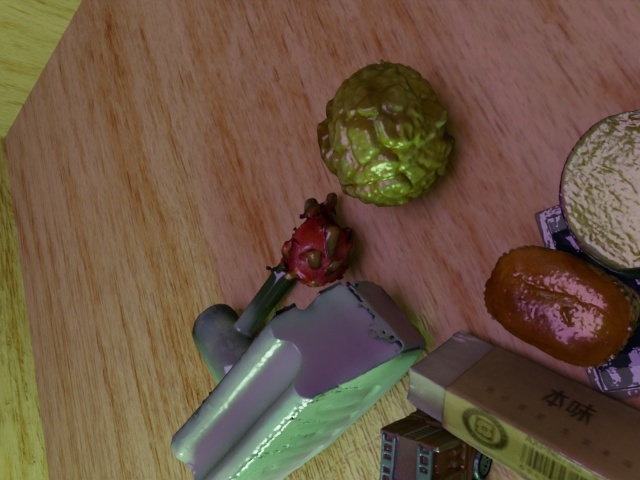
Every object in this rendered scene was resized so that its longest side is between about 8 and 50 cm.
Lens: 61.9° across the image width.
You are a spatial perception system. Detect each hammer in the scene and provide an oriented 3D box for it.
[{"bbox_3d":[-0.142,0.157,1.154,0.206,0.119,0.335,48,111,32],"label":"hammer"}]

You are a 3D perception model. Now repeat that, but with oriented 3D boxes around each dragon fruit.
[{"bbox_3d":[0.000,0.000,1.017,0.133,0.150,0.207,12,65,2],"label":"dragon fruit"}]

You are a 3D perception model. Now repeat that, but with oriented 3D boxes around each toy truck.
[{"bbox_3d":[0.159,0.427,0.810,0.136,0.162,0.305,3,88,42],"label":"toy truck"}]

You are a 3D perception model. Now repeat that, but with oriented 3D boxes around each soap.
[{"bbox_3d":[-0.037,0.268,0.936,0.446,0.261,0.156,-51,55,25],"label":"soap"}]

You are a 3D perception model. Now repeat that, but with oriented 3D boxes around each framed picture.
[{"bbox_3d":[0.421,0.057,0.702,0.209,0.019,0.281,-27,69,38],"label":"framed picture"}]

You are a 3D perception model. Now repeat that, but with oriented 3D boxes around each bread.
[{"bbox_3d":[0.421,-0.062,0.675,0.229,0.034,0.228,-3,86,44],"label":"bread"},{"bbox_3d":[0.316,0.083,0.714,0.191,0.114,0.132,28,104,35],"label":"bread"}]

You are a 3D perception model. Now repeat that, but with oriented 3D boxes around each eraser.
[{"bbox_3d":[0.292,0.240,0.713,0.344,0.144,0.078,23,126,41],"label":"eraser"}]

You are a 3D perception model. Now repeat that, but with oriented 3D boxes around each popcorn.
[{"bbox_3d":[0.096,-0.182,0.905,0.252,0.206,0.236,28,120,52],"label":"popcorn"}]
